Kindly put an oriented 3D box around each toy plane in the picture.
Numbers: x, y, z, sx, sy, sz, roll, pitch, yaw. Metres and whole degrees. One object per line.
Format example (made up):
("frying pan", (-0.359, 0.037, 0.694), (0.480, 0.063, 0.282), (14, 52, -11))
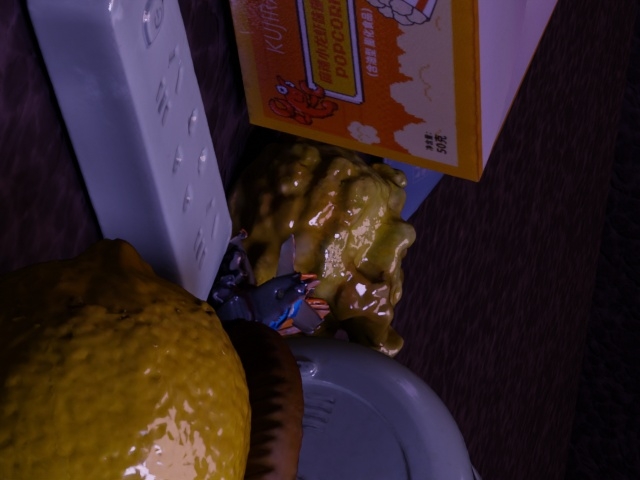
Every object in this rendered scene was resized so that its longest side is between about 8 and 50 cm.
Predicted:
("toy plane", (-0.073, 0.072, 1.457), (0.062, 0.188, 0.135), (19, 47, -53))

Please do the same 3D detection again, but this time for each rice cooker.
("rice cooker", (-0.003, 0.239, 1.589), (0.277, 0.288, 0.288), (72, 35, -65))

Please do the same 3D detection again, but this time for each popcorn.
("popcorn", (0.006, -0.001, 1.628), (0.197, 0.155, 0.198), (1, 90, -73))

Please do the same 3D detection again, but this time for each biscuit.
("biscuit", (-0.106, 0.197, 1.301), (0.318, 0.040, 0.318), (-51, -156, 33))

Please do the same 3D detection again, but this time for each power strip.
("power strip", (-0.117, -0.081, 1.283), (0.385, 0.062, 0.091), (81, 24, -57))

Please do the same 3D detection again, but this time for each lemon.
("lemon", (-0.136, 0.113, 1.142), (0.192, 0.192, 0.231), (0, 102, -74))

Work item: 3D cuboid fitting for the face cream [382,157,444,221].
("face cream", (0.146, -0.156, 2.132), (0.385, 0.086, 0.136), (-53, 150, -45))

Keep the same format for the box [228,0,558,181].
("box", (0.061, -0.245, 1.491), (0.283, 0.213, 0.260), (81, 30, -53))
